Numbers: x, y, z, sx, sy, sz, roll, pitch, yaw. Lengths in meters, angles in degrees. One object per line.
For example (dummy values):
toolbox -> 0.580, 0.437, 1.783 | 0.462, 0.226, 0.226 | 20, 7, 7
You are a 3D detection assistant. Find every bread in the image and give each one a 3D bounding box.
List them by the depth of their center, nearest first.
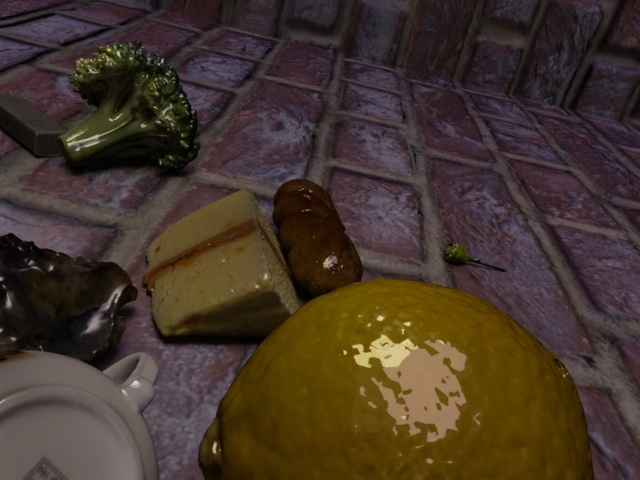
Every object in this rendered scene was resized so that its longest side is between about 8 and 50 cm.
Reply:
bread -> -0.137, 0.055, 0.797 | 0.178, 0.135, 0.240 | -24, 36, 0
bread -> -0.001, 0.002, 0.881 | 0.124, 0.084, 0.344 | 14, 26, -21

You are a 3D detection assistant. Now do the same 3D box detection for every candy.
candy -> 0.274, 0.035, 1.022 | 0.123, 0.035, 0.035 | 20, 59, -9

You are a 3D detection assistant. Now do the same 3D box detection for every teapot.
teapot -> -0.211, 0.178, 0.414 | 0.204, 0.139, 0.298 | 55, 37, -5

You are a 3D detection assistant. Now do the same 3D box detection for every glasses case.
glasses case -> -0.544, -0.216, 1.073 | 0.205, 0.047, 0.071 | 32, 29, 29

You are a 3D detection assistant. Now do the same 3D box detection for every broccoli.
broccoli -> -0.344, -0.212, 1.027 | 0.243, 0.263, 0.247 | -41, 89, -24

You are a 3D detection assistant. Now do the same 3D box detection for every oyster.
oyster -> -0.286, 0.076, 0.535 | 0.361, 0.096, 0.221 | 17, 46, -60

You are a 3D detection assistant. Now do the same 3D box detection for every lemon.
lemon -> 0.060, 0.164, 0.445 | 0.293, 0.293, 0.293 | 11, 29, -6
